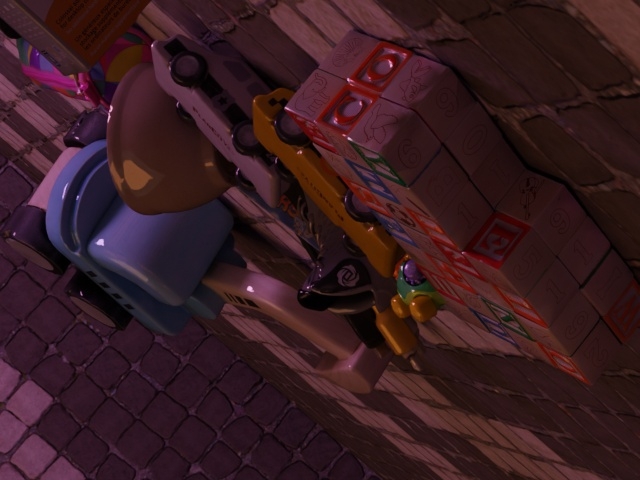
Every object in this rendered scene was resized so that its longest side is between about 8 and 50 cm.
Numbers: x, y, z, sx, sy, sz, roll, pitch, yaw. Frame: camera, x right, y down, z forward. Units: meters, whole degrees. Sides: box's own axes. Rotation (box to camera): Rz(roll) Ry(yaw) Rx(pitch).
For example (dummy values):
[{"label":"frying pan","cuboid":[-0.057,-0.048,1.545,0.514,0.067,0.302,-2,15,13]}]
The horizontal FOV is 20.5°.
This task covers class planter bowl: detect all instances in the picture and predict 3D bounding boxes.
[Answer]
[{"label":"planter bowl","cuboid":[-0.132,-0.105,1.832,0.109,0.162,0.162,3,152,26]}]

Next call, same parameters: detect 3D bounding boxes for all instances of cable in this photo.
[{"label":"cable","cuboid":[0.036,0.035,2.142,0.287,0.072,0.139,59,179,-28]}]

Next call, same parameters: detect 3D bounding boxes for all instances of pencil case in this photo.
[{"label":"pencil case","cuboid":[-0.263,-0.203,1.972,0.104,0.104,0.236,45,169,-28]}]

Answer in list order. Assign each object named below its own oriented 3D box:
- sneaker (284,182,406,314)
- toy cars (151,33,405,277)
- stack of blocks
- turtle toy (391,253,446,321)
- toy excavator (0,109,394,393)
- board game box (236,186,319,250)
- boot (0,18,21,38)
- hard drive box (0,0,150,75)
[{"label":"sneaker","cuboid":[0.000,0.000,1.811,0.228,0.132,0.086,32,167,35]},{"label":"toy cars","cuboid":[-0.025,-0.098,1.633,0.393,0.087,0.176,32,156,53]},{"label":"stack of blocks","cuboid":[0.121,-0.024,1.403,0.171,0.087,0.297,27,164,49]},{"label":"turtle toy","cuboid":[0.115,0.029,1.690,0.066,0.095,0.130,63,164,-10]},{"label":"toy excavator","cuboid":[-0.160,0.044,2.442,0.445,0.222,0.433,14,155,49]},{"label":"board game box","cuboid":[-0.022,-0.029,1.959,0.201,0.035,0.136,38,-177,7]},{"label":"boot","cuboid":[-0.398,-0.337,1.920,0.178,0.085,0.236,41,166,26]},{"label":"hard drive box","cuboid":[-0.203,-0.261,1.269,0.232,0.181,0.089,42,169,-17]}]
